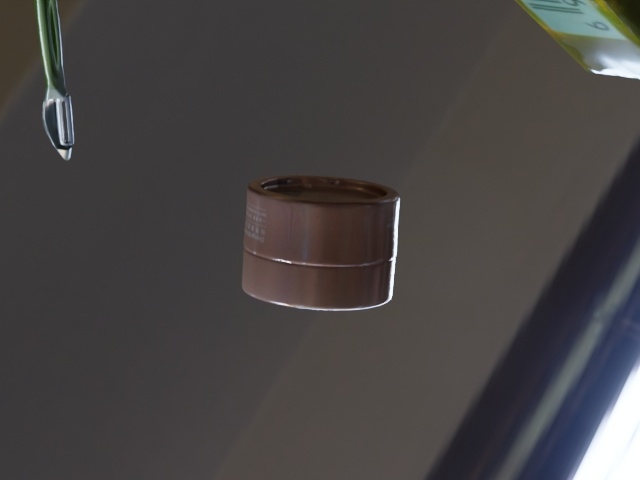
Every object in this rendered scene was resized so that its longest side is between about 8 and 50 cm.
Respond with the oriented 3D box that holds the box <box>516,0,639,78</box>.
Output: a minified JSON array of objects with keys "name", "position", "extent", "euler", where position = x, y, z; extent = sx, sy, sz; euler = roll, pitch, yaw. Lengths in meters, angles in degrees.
[{"name":"box","position":[0.073,-0.145,0.378],"extent":[0.121,0.030,0.193],"euler":[36,-105,-43]}]

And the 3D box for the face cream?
[{"name":"face cream","position":[0.000,0.000,1.807],"extent":[0.149,0.149,0.104],"euler":[-8,-73,-47]}]

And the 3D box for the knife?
[{"name":"knife","position":[-0.220,-0.139,1.531],"extent":[0.022,0.026,0.184],"euler":[-54,-24,-41]}]
